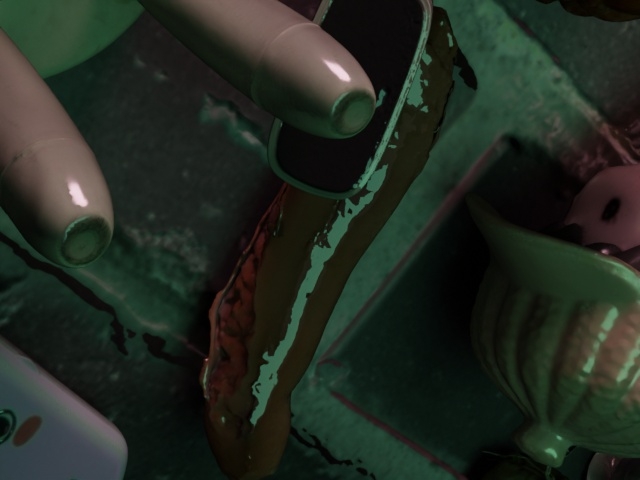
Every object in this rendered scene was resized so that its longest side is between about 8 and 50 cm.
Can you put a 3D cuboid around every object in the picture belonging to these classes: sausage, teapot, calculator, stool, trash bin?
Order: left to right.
[{"bbox_3d":[-0.209,0.113,1.095,0.141,0.045,0.246,-46,133,-3],"label":"calculator"},{"bbox_3d":[-0.106,-0.128,0.910,0.195,0.199,0.195,-26,128,-19],"label":"stool"},{"bbox_3d":[0.000,0.000,1.156,0.078,0.078,0.304,15,106,-41],"label":"sausage"},{"bbox_3d":[0.018,-0.088,1.033,0.059,0.130,0.116,23,102,0],"label":"trash bin"},{"bbox_3d":[0.237,0.172,1.445,0.083,0.064,0.064,-29,125,-24],"label":"teapot"}]

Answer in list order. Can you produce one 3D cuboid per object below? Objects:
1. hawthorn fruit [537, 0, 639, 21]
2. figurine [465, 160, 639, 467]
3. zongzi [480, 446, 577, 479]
[{"bbox_3d":[0.154,-0.219,1.065,0.179,0.179,0.200,23,90,-43],"label":"hawthorn fruit"},{"bbox_3d":[0.245,0.008,1.267,0.332,0.185,0.204,-26,95,-15],"label":"figurine"},{"bbox_3d":[0.152,0.221,1.428,0.178,0.081,0.189,15,95,-63],"label":"zongzi"}]
